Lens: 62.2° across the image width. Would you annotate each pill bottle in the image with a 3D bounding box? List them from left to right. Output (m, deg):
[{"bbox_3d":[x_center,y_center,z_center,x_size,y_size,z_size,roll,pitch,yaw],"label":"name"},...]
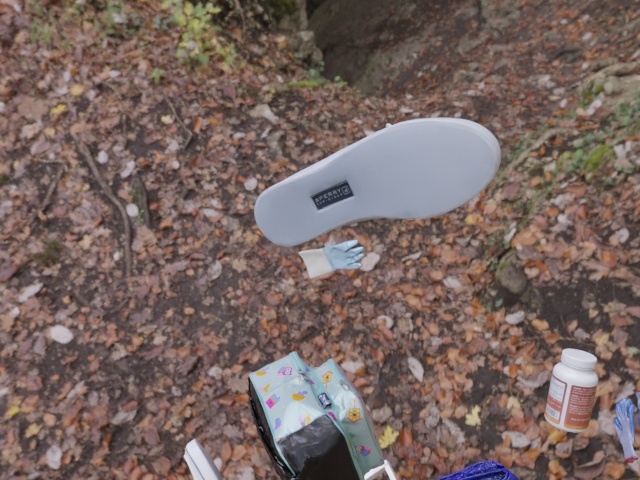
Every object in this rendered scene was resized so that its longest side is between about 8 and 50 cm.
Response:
[{"bbox_3d":[0.732,0.433,1.541,0.121,0.216,0.121,6,11,-1],"label":"pill bottle"}]

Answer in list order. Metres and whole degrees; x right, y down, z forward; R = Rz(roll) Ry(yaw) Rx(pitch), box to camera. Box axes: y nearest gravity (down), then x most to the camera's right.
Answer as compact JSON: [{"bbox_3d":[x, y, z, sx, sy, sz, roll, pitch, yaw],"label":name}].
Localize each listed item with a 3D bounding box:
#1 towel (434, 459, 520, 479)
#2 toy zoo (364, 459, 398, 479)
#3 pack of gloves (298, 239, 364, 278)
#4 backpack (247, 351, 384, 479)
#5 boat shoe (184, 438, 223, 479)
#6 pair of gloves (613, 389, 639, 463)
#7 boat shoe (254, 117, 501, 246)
[{"bbox_3d":[0.338,0.550,1.009,0.227,0.308,0.076,-33,18,28],"label":"towel"},{"bbox_3d":[0.147,0.724,1.400,0.192,0.030,0.293,-37,46,6],"label":"toy zoo"},{"bbox_3d":[0.000,0.000,1.355,0.232,0.195,0.046,-17,8,46],"label":"pack of gloves"},{"bbox_3d":[-0.013,0.237,0.694,0.144,0.166,0.188,-33,33,-16],"label":"backpack"},{"bbox_3d":[-0.208,0.510,1.003,0.084,0.095,0.258,-27,79,-16],"label":"boat shoe"},{"bbox_3d":[0.787,0.458,1.312,0.023,0.198,0.159,6,59,1],"label":"pair of gloves"},{"bbox_3d":[0.085,-0.089,0.777,0.367,0.136,0.156,-19,12,32],"label":"boat shoe"}]
